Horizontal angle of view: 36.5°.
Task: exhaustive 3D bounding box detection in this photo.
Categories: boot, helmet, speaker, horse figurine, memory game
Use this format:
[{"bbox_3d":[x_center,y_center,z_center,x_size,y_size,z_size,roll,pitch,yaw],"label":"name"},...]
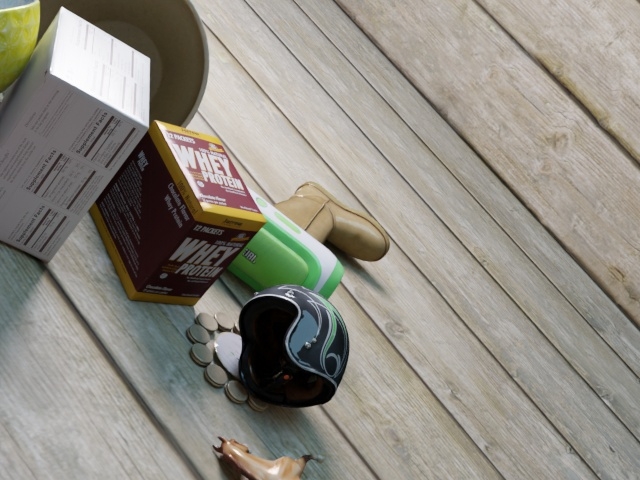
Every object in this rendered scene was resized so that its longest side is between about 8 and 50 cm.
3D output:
[{"bbox_3d":[0.000,0.000,1.853,0.236,0.089,0.269,33,25,5],"label":"boot"},{"bbox_3d":[-0.039,0.149,1.433,0.169,0.169,0.161,26,46,-31],"label":"helmet"},{"bbox_3d":[-0.107,0.001,1.635,0.296,0.131,0.131,38,25,-10],"label":"speaker"},{"bbox_3d":[-0.020,0.362,1.269,0.174,0.066,0.263,23,29,-47],"label":"horse figurine"},{"bbox_3d":[-0.123,0.179,1.466,0.186,0.012,0.186,33,27,-19],"label":"memory game"}]

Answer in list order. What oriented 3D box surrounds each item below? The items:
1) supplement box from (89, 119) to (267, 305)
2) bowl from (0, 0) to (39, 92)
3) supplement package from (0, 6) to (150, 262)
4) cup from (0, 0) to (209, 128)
[{"bbox_3d":[-0.218,-0.038,1.457,0.129,0.194,0.191,11,40,-48],"label":"supplement box"},{"bbox_3d":[-0.513,-0.233,1.284,0.289,0.156,0.289,-1,21,0],"label":"bowl"},{"bbox_3d":[-0.365,-0.145,1.334,0.145,0.262,0.204,29,27,-28],"label":"supplement package"},{"bbox_3d":[-0.347,-0.287,1.585,0.331,0.331,0.237,39,0,-8],"label":"cup"}]
